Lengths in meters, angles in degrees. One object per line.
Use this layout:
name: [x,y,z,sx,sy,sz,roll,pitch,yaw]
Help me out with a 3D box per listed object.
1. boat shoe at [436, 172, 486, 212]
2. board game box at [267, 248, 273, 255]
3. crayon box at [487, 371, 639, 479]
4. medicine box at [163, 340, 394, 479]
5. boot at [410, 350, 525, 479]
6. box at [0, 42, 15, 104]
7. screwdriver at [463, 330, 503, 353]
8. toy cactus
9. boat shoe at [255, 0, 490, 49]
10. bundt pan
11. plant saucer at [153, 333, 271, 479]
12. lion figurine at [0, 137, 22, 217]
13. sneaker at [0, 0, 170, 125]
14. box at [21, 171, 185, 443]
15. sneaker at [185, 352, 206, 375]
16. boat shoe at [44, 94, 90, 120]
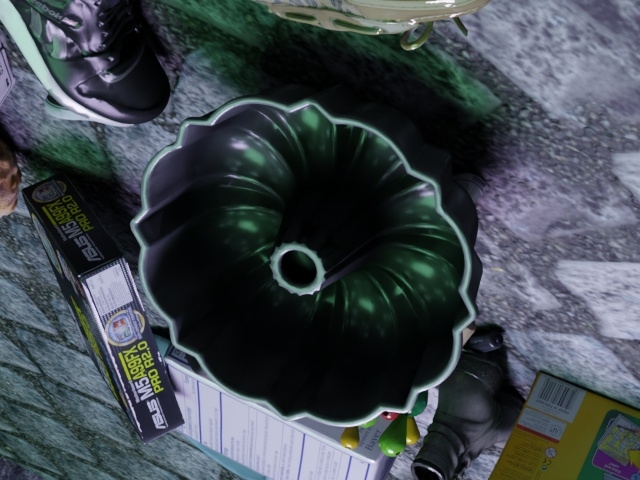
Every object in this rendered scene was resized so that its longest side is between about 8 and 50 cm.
boat shoe: [0.115,-0.036,1.517,0.035,0.035,0.100,40,154,-23]
board game box: [-0.001,0.042,1.675,0.160,0.039,0.211,-5,150,25]
crayon box: [0.328,0.273,1.739,0.278,0.165,0.081,21,156,18]
medicine box: [-0.036,0.193,2.013,0.289,0.149,0.263,26,156,9]
boot: [0.161,0.234,1.836,0.083,0.161,0.246,16,162,26]
box: [-0.482,-0.233,1.731,0.290,0.087,0.169,24,157,11]
screwdriver: [0.156,0.120,1.808,0.025,0.024,0.170,61,155,0]
toy cactus: [0.089,0.132,1.766,0.112,0.219,0.180,40,115,-12]
boat shoe: [0.037,-0.202,1.202,0.285,0.104,0.089,19,161,47]
bundt pan: [0.000,0.000,1.484,0.330,0.124,0.331,10,119,18]
plant saucer: [-0.161,0.254,2.339,0.317,0.044,0.317,36,160,15]
lion figurine: [-0.503,-0.116,1.822,0.392,0.142,0.240,32,-166,-27]
sneaker: [-0.214,-0.207,1.467,0.124,0.107,0.283,-3,141,42]
box: [-0.259,0.081,1.942,0.216,0.060,0.270,47,158,49]
sneaker: [-0.060,0.031,1.798,0.090,0.145,0.270,54,140,41]
boat shoe: [-0.234,-0.148,1.685,0.142,0.049,0.040,12,118,39]
